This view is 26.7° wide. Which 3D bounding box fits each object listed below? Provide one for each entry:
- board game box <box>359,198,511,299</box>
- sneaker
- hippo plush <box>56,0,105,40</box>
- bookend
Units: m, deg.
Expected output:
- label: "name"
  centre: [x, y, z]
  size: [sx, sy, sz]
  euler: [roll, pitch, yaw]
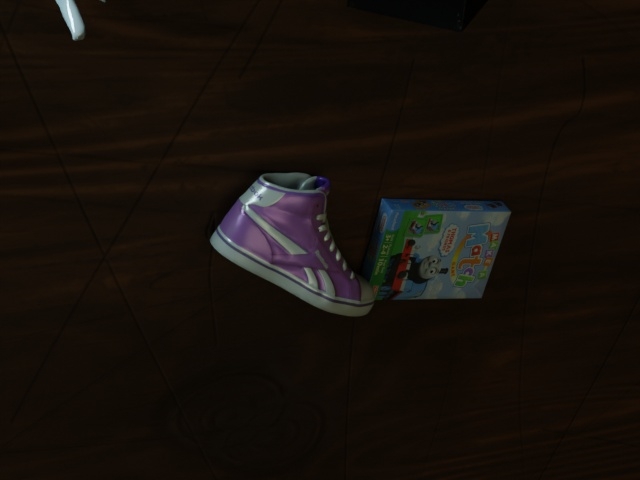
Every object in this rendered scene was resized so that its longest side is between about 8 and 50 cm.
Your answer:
- label: "board game box"
  centre: [0.171, 0.015, 2.039]
  size: [0.211, 0.039, 0.160]
  euler: [-1, 121, -27]
- label: "sneaker"
  centre: [0.000, 0.000, 1.904]
  size: [0.282, 0.102, 0.161]
  euler: [27, 104, -36]
- label: "hippo plush"
  centre: [-0.367, -0.385, 1.426]
  size: [0.236, 0.234, 0.294]
  euler: [-3, 121, 6]
- label: "bookend"
  centre: [0.136, -0.344, 1.741]
  size: [0.157, 0.156, 0.072]
  euler: [15, 124, 16]
